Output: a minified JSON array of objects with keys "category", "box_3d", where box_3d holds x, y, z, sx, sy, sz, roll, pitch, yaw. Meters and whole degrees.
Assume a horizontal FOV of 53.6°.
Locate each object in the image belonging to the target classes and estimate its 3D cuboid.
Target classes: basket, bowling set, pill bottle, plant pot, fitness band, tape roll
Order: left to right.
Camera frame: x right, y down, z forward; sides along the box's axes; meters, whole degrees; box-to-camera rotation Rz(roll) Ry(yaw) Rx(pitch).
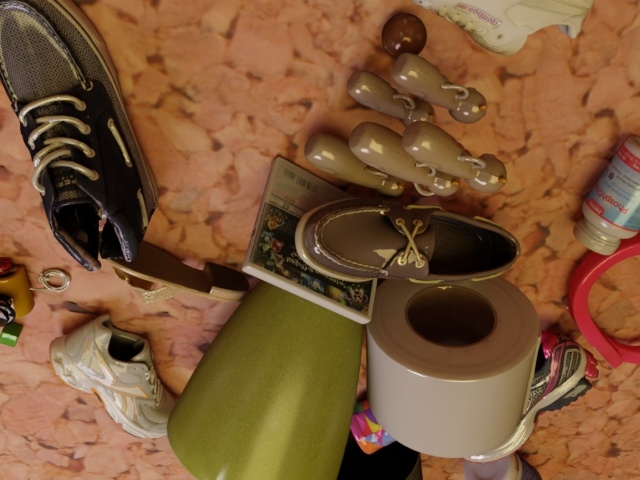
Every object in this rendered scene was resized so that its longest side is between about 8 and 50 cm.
[{"category":"plant pot","box_3d":[-0.050,0.186,0.942,0.275,0.274,0.293,17,106,-18]},{"category":"basket","box_3d":[0.120,0.478,1.224,0.205,0.154,0.226,-23,129,2]},{"category":"bowling set","box_3d":[0.124,-0.153,0.750,0.154,0.287,0.199,23,87,-28]},{"category":"tape roll","box_3d":[0.188,0.171,0.945,0.246,0.246,0.169,-6,126,-2]},{"category":"pill bottle","box_3d":[0.383,0.490,1.281,0.112,0.112,0.187,-38,121,19]},{"category":"pill bottle","box_3d":[0.432,-0.060,0.902,0.087,0.087,0.160,14,122,-16]},{"category":"fitness band","box_3d":[0.531,0.104,1.049,0.209,0.054,0.291,-37,117,17]}]

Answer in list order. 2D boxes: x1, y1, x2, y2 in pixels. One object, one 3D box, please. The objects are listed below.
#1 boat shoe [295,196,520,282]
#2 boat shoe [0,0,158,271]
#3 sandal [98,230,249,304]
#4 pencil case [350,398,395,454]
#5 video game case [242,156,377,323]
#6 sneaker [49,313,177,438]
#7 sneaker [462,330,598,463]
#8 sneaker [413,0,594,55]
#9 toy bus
[{"category":"boat shoe","box_3d":[0.125,0.003,0.847,0.325,0.097,0.116,7,84,-31]},{"category":"boat shoe","box_3d":[-0.287,-0.122,0.728,0.127,0.158,0.340,-18,126,6]},{"category":"sandal","box_3d":[-0.227,0.064,0.915,0.240,0.088,0.079,18,116,-24]},{"category":"pencil case","box_3d":[0.165,0.291,1.121,0.237,0.104,0.104,-28,124,14]},{"category":"video game case","box_3d":[0.000,0.000,0.851,0.191,0.173,0.022,27,147,-23]},{"category":"sneaker","box_3d":[-0.298,0.221,1.019,0.121,0.099,0.262,-34,124,12]},{"category":"sneaker","box_3d":[0.336,0.272,1.121,0.112,0.120,0.299,34,109,-19]},{"category":"sneaker","box_3d":[0.167,-0.273,0.698,0.306,0.114,0.152,-3,125,-5]},{"category":"toy bus","box_3d":[-0.497,0.095,0.895,0.202,0.104,0.191,-40,121,21]}]
